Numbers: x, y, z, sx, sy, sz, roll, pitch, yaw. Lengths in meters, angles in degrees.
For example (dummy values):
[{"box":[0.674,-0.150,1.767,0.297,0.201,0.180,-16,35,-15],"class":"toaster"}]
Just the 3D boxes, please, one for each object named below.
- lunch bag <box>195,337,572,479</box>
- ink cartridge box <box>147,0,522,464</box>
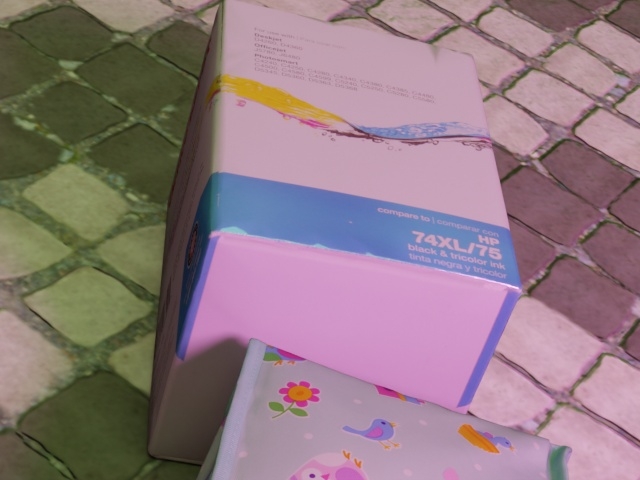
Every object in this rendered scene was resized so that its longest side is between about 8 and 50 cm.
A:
[{"box":[0.023,0.205,0.838,0.223,0.160,0.262,18,31,-3],"class":"lunch bag"},{"box":[0.000,0.000,1.050,0.197,0.198,0.270,10,38,-11],"class":"ink cartridge box"}]
